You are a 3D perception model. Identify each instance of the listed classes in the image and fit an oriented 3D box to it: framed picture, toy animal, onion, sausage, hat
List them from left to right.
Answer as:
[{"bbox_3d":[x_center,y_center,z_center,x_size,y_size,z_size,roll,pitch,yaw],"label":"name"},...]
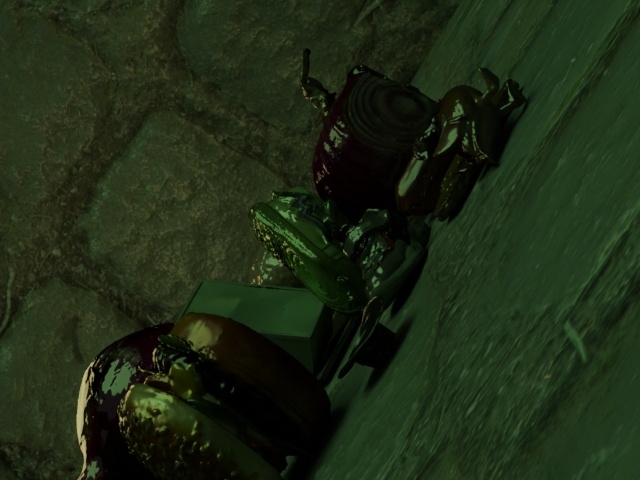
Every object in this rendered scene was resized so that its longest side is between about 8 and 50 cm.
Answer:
[{"bbox_3d":[-0.286,0.340,2.186,0.385,0.347,0.348,-45,-4,-34],"label":"onion"},{"bbox_3d":[-0.036,0.049,2.507,0.358,0.188,0.226,-57,11,25],"label":"toy animal"},{"bbox_3d":[0.038,0.138,2.166,0.296,0.019,0.232,-60,5,-25],"label":"framed picture"},{"bbox_3d":[0.066,0.130,1.670,0.121,0.050,0.121,-155,90,-88],"label":"hat"},{"bbox_3d":[0.086,-0.133,2.121,0.230,0.272,0.256,-65,-30,-26],"label":"onion"},{"bbox_3d":[0.164,-0.100,1.969,0.141,0.076,0.076,-64,5,-7],"label":"sausage"},{"bbox_3d":[0.191,-0.140,1.771,0.179,0.089,0.188,-42,32,29],"label":"toy animal"}]

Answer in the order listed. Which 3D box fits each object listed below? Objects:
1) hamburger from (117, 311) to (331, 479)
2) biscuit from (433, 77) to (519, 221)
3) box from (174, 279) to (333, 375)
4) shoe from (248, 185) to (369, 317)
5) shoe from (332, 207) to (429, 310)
[{"bbox_3d":[-0.138,0.245,1.787,0.225,0.291,0.291,-55,3,-19],"label":"hamburger"},{"bbox_3d":[0.211,-0.116,1.867,0.237,0.026,0.131,-62,3,-23],"label":"biscuit"},{"bbox_3d":[-0.104,0.140,2.097,0.129,0.225,0.086,-64,-25,-54],"label":"box"},{"bbox_3d":[-0.005,0.005,2.044,0.128,0.262,0.140,-51,-31,-7],"label":"shoe"},{"bbox_3d":[0.080,0.008,1.872,0.099,0.125,0.227,-54,4,24],"label":"shoe"}]
